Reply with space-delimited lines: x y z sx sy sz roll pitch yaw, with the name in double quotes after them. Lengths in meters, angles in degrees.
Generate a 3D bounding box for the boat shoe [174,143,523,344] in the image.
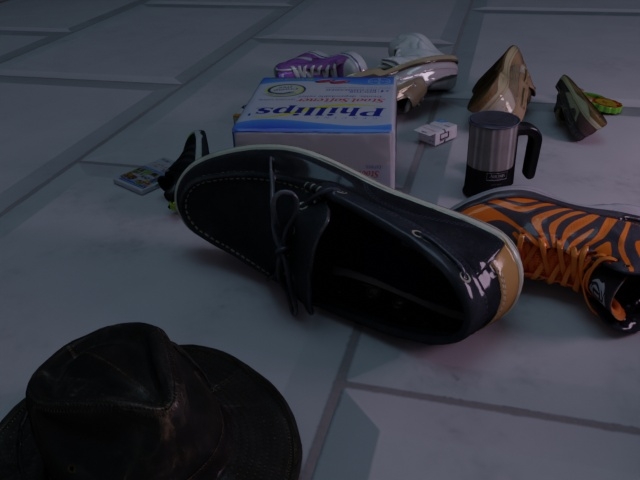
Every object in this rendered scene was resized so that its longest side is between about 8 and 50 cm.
0.000 0.000 0.839 0.500 0.187 0.156 19 31 23 "boat shoe"

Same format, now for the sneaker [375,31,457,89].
0.200 -0.453 1.654 0.169 0.108 0.292 -10 33 -18 "sneaker"

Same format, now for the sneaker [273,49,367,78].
-0.013 -0.393 1.589 0.161 0.102 0.282 -24 26 -27 "sneaker"

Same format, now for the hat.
-0.179 0.163 0.624 0.331 0.134 0.331 -1 30 1 "hat"

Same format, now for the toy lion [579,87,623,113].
0.619 -0.307 1.457 0.096 0.034 0.100 5 31 -1 "toy lion"

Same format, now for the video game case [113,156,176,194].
-0.313 -0.123 1.229 0.087 0.011 0.122 22 38 34 "video game case"

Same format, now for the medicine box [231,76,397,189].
0.004 -0.182 1.172 0.263 0.149 0.289 1 30 6 "medicine box"

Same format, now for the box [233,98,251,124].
-0.138 -0.294 1.489 0.081 0.028 0.136 5 29 13 "box"

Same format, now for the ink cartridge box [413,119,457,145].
0.233 -0.218 1.332 0.083 0.028 0.048 -24 37 -32 "ink cartridge box"

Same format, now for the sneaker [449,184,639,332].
0.310 0.021 0.833 0.321 0.125 0.180 0 30 4 "sneaker"

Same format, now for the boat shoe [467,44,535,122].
0.410 -0.331 1.450 0.110 0.122 0.341 39 40 -4 "boat shoe"

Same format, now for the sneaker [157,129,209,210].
-0.241 -0.127 1.157 0.097 0.084 0.235 -10 33 -6 "sneaker"

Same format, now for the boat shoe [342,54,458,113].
0.179 -0.334 1.458 0.302 0.103 0.113 -18 -1 -15 "boat shoe"

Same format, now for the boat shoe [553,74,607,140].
0.522 -0.277 1.364 0.073 0.080 0.224 -41 24 24 "boat shoe"

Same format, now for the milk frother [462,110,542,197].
0.292 -0.159 1.125 0.129 0.135 0.143 -14 33 -20 "milk frother"
